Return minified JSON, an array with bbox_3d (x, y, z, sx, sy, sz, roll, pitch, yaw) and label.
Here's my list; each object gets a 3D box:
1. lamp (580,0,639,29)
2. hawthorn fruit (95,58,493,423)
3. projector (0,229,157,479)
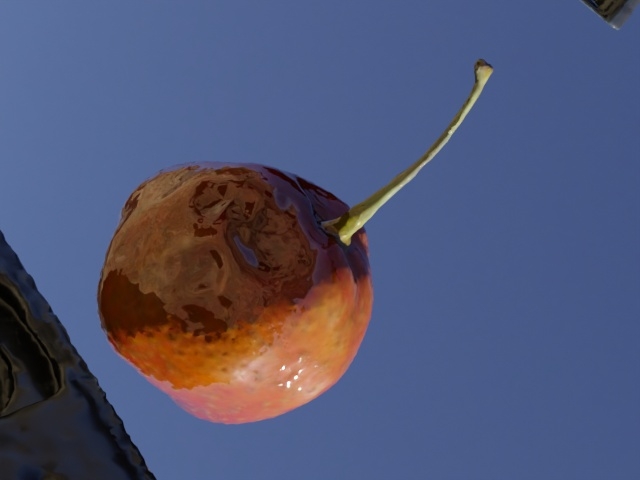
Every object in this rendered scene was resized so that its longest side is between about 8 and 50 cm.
[{"bbox_3d":[0.188,-0.409,1.816,0.205,0.374,0.272,-51,-165,15],"label":"lamp"},{"bbox_3d":[0.000,0.000,1.040,0.285,0.165,0.165,-27,-129,29],"label":"hawthorn fruit"},{"bbox_3d":[-0.258,0.257,1.040,0.395,0.242,0.405,52,-44,32],"label":"projector"}]
